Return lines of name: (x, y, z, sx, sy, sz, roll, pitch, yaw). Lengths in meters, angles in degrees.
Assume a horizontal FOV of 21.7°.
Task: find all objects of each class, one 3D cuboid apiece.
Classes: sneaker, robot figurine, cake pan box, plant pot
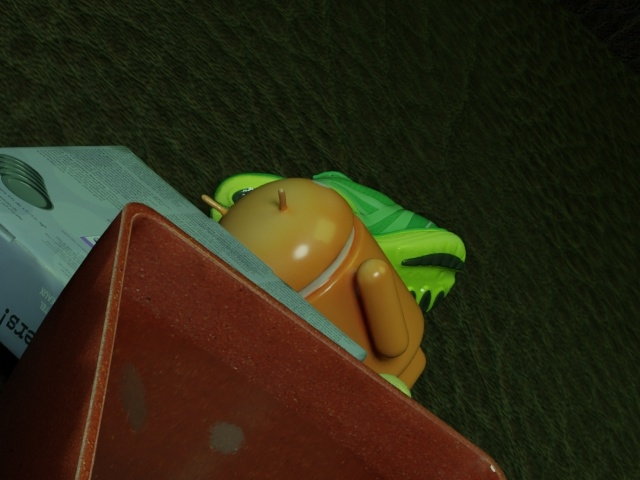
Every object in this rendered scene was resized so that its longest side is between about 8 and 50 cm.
sneaker: (0.000, 0.000, 1.454, 0.295, 0.109, 0.123, 16, 14, -48)
robot figurine: (-0.002, 0.042, 1.281, 0.219, 0.128, 0.158, 54, 7, -29)
cake pan box: (-0.119, 0.036, 1.105, 0.267, 0.070, 0.246, 39, 21, 17)
plant pot: (-0.074, 0.195, 0.802, 0.267, 0.236, 0.267, 38, 25, -22)

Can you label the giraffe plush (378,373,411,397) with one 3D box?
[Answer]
giraffe plush: (0.017, 0.183, 1.018, 0.170, 0.210, 0.181, 58, 26, 7)
